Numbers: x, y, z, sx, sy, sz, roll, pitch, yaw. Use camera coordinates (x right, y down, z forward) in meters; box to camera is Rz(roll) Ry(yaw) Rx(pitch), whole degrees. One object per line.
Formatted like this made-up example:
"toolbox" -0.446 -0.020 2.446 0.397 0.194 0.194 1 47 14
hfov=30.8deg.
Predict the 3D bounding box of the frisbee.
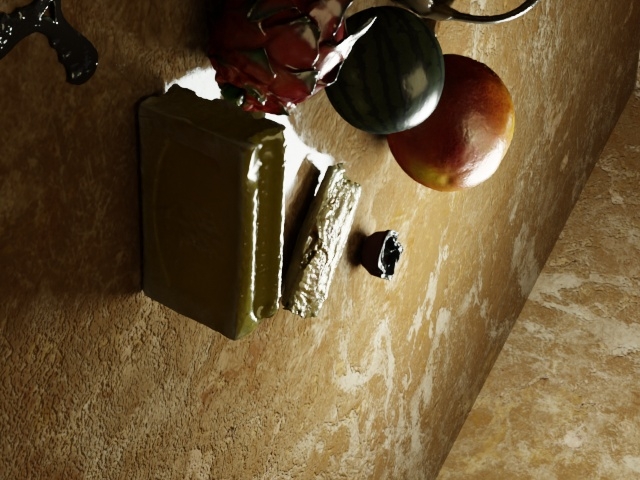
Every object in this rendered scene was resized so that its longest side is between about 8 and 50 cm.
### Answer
"frisbee" -0.297 -0.266 1.272 0.211 0.012 0.187 -8 115 -64

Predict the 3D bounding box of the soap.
"soap" -0.149 -0.034 1.559 0.091 0.199 0.315 -34 140 -45

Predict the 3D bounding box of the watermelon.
"watermelon" 0.103 -0.282 1.914 0.212 0.212 0.212 -48 148 -43

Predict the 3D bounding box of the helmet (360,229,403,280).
"helmet" 0.116 0.025 2.359 0.098 0.070 0.123 -68 151 -22

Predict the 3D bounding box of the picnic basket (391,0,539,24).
"picnic basket" 0.240 -0.496 1.871 0.337 0.337 0.293 -2 107 -66

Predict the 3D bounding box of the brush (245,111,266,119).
"brush" -0.085 -0.291 1.696 0.036 0.043 0.248 -15 123 -55

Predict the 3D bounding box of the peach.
"peach" 0.253 -0.234 2.246 0.281 0.238 0.281 -11 124 -17

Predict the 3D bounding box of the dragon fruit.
"dragon fruit" -0.045 -0.289 1.579 0.274 0.192 0.193 -49 -176 4

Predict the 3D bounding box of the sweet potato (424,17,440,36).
"sweet potato" 0.220 -0.433 2.280 0.034 0.034 0.095 -13 109 -64

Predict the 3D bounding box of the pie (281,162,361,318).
"pie" 0.000 0.000 2.076 0.128 0.068 0.282 28 82 -56
